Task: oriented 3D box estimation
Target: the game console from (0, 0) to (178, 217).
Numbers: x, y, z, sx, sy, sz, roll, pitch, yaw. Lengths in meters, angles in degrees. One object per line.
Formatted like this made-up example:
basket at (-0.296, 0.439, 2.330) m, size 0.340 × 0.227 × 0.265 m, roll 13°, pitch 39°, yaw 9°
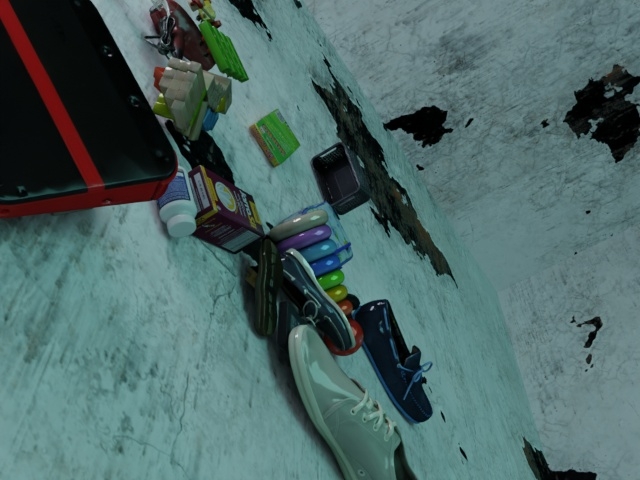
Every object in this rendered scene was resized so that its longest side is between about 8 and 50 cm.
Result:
game console at (-0.397, -0.213, 1.140) m, size 0.342 × 0.060 × 0.387 m, roll -15°, pitch 71°, yaw -51°

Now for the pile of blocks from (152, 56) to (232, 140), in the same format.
pile of blocks at (-0.283, -0.295, 1.692) m, size 0.112 × 0.149 × 0.362 m, roll 18°, pitch 7°, yaw 5°

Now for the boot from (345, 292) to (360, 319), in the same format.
boot at (0.064, 0.174, 1.999) m, size 0.121 × 0.045 × 0.099 m, roll 32°, pitch 31°, yaw -44°

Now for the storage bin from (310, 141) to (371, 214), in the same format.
storage bin at (0.060, -0.182, 2.391) m, size 0.084 × 0.122 × 0.180 m, roll 32°, pitch 34°, yaw -57°

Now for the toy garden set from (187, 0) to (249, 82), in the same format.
toy garden set at (-0.243, -0.449, 1.793) m, size 0.204 × 0.049 × 0.244 m, roll 65°, pitch 7°, yaw -2°

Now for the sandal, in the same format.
sandal at (-0.117, 0.092, 1.611) m, size 0.090 × 0.060 × 0.220 m, roll 54°, pitch 32°, yaw -53°

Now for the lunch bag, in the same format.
lunch bag at (0.000, 0.000, 2.017) m, size 0.176 × 0.090 × 0.219 m, roll 65°, pitch 19°, yaw 1°

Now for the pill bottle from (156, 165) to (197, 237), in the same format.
pill bottle at (-0.256, -0.068, 1.440) m, size 0.067 × 0.067 × 0.120 m, roll 34°, pitch 32°, yaw -55°

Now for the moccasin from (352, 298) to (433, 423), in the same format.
moccasin at (0.203, 0.308, 2.062) m, size 0.342 × 0.116 × 0.138 m, roll 58°, pitch 18°, yaw -9°

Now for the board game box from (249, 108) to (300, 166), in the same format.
board game box at (-0.121, -0.277, 2.181) m, size 0.124 × 0.039 × 0.259 m, roll 58°, pitch 15°, yaw -10°

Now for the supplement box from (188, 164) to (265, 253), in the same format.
supplement box at (-0.196, -0.056, 1.565) m, size 0.188 × 0.080 × 0.104 m, roll 30°, pitch 36°, yaw -59°

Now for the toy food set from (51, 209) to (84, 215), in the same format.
toy food set at (-0.381, -0.149, 1.211) m, size 0.218 × 0.071 × 0.128 m, roll 64°, pitch 18°, yaw 7°

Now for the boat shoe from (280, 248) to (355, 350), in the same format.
boat shoe at (-0.021, 0.136, 1.726) m, size 0.079 × 0.095 × 0.255 m, roll -32°, pitch 87°, yaw -29°

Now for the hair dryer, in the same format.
hair dryer at (-0.328, -0.443, 1.798) m, size 0.293 × 0.080 × 0.224 m, roll 13°, pitch 54°, yaw -64°

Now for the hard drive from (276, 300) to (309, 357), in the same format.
hard drive at (-0.050, 0.193, 1.627) m, size 0.135 × 0.022 × 0.094 m, roll 55°, pitch 30°, yaw -51°

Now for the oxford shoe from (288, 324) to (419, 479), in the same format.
oxford shoe at (0.074, 0.353, 1.588) m, size 0.450 × 0.130 × 0.169 m, roll 62°, pitch 21°, yaw -7°

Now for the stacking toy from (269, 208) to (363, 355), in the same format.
stacking toy at (0.004, 0.104, 1.836) m, size 0.331 × 0.141 × 0.141 m, roll 69°, pitch 18°, yaw 1°
